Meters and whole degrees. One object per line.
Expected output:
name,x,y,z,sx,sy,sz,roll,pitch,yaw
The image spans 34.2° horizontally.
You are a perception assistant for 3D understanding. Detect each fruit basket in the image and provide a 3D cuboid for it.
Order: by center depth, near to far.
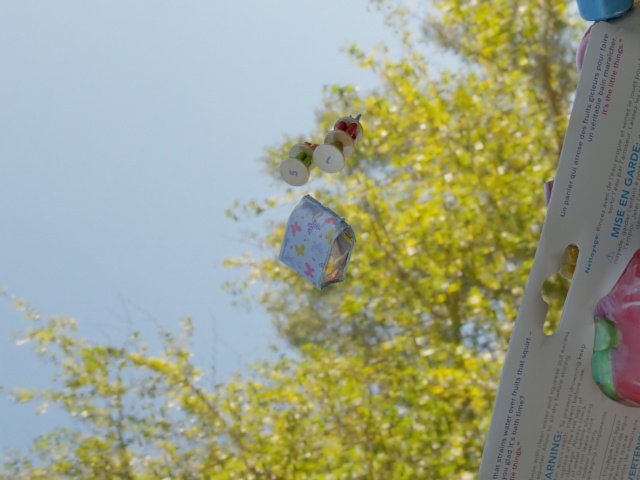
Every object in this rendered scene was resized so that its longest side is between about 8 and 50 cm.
fruit basket,0.276,0.049,0.739,0.353,0.165,0.327,11,-85,-23

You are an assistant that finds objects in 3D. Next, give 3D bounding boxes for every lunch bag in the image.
lunch bag,0.000,0.000,1.142,0.053,0.071,0.083,-21,-46,-44

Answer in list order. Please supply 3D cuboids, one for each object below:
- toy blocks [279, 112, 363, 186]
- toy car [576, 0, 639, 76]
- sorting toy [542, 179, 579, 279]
toy blocks,0.008,-0.156,1.706,0.054,0.123,0.148,59,-147,-20
toy car,0.436,-0.285,1.455,0.238,0.210,0.219,-109,-1,-68
sorting toy,0.398,0.045,1.500,0.365,0.127,0.126,45,-122,-54
